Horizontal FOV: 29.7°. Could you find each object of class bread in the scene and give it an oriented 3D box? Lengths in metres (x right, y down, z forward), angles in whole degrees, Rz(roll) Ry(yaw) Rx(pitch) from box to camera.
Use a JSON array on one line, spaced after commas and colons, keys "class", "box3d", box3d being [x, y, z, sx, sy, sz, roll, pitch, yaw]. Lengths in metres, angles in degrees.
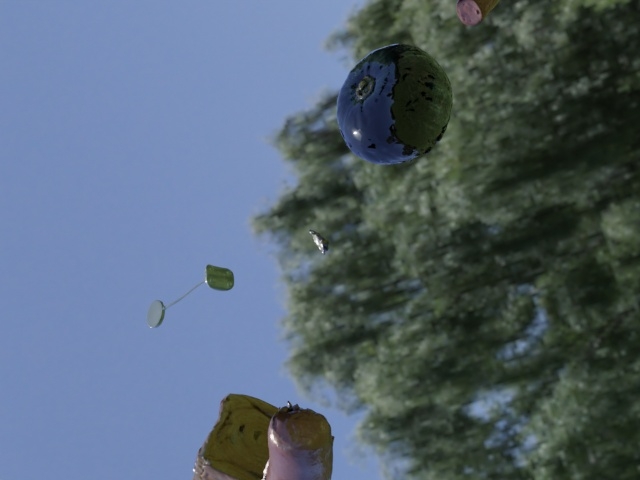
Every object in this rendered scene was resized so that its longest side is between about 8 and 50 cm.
[{"class": "bread", "box3d": [-0.086, 0.305, 1.628, 0.158, 0.143, 0.149, 22, -128, 1]}]

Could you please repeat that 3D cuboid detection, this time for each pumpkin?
[{"class": "pumpkin", "box3d": [0.132, -0.249, 2.221, 0.163, 0.233, 0.233, 24, -132, -38]}]

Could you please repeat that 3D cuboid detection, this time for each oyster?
[{"class": "oyster", "box3d": [0.000, -0.001, 2.233, 0.054, 0.019, 0.083, 56, 176, 3]}]

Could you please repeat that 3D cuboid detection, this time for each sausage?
[{"class": "sausage", "box3d": [-0.033, 0.286, 1.400, 0.079, 0.087, 0.327, 61, 155, 32]}, {"class": "sausage", "box3d": [0.214, -0.320, 1.531, 0.039, 0.041, 0.131, 52, -131, -18]}]

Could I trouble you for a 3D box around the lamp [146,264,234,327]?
[{"class": "lamp", "box3d": [-0.235, 0.103, 2.130, 0.056, 0.198, 0.050, 17, -128, -41]}]
